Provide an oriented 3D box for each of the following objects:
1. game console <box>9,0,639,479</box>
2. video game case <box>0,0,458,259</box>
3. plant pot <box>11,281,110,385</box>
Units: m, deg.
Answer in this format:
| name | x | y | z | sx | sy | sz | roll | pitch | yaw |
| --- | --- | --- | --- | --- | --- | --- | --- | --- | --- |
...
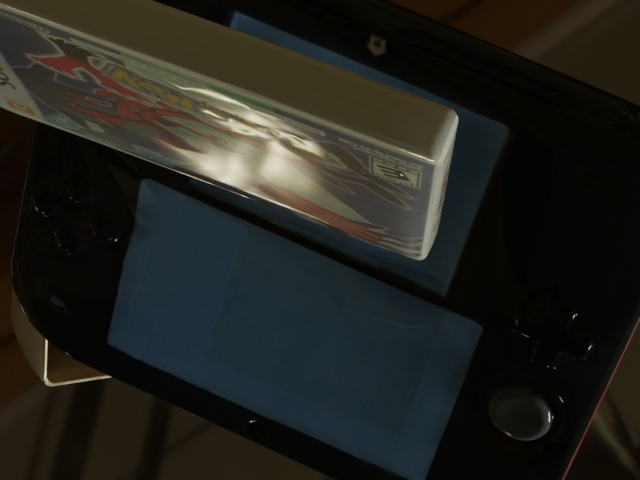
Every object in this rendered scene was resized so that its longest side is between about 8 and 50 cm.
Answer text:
| name | x | y | z | sx | sy | sz | roll | pitch | yaw |
| --- | --- | --- | --- | --- | --- | --- | --- | --- | --- |
| game console | 0.000 | 0.000 | 1.100 | 0.060 | 0.386 | 0.342 | -59 | 169 | -46 |
| video game case | -0.048 | -0.050 | 0.691 | 0.183 | 0.201 | 0.023 | 82 | 28 | -79 |
| plant pot | -0.179 | 0.038 | 1.360 | 0.109 | 0.109 | 0.096 | -6 | -164 | -35 |
